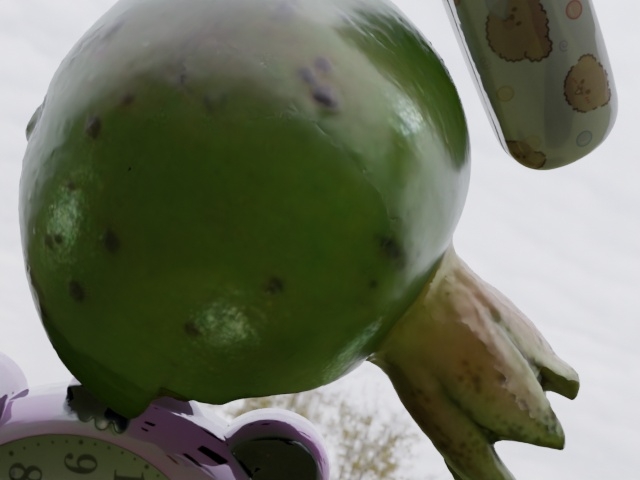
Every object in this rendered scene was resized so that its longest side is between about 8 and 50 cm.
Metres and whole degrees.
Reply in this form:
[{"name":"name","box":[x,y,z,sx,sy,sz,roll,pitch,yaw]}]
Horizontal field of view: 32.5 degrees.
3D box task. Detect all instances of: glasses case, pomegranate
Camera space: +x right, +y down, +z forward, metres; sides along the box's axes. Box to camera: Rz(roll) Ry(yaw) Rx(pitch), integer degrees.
[{"name":"glasses case","box":[0.094,-0.110,0.518,0.063,0.041,0.164,-25,-67,-2]},{"name":"pomegranate","box":[0.000,0.000,0.536,0.302,0.236,0.236,33,-30,-2]}]

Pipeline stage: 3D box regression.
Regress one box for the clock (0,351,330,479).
[{"name":"clock","box":[-0.125,0.174,0.583,0.248,0.227,0.090,6,1,-2]}]
